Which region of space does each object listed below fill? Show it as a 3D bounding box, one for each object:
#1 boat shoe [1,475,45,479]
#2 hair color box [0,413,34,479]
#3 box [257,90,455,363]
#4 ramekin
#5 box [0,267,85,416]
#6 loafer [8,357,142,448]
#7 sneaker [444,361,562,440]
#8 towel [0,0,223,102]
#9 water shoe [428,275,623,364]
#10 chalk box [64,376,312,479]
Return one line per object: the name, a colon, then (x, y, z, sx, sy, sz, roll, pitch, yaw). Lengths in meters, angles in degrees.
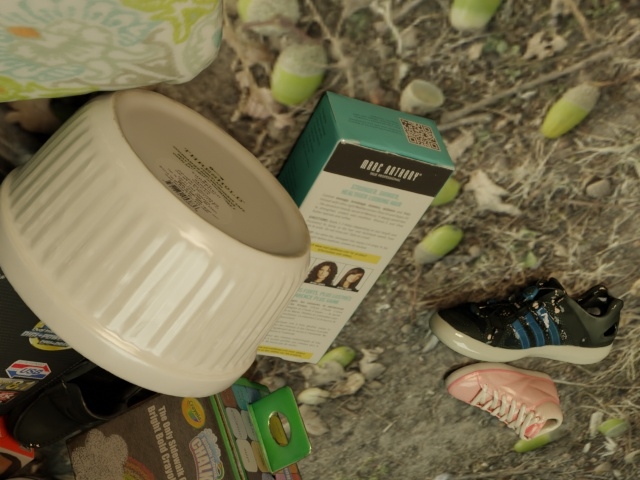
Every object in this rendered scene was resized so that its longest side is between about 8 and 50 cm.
boat shoe: (-0.304, 0.300, 0.960, 0.108, 0.102, 0.301, 21, 136, -3)
hair color box: (-0.345, 0.182, 0.869, 0.072, 0.043, 0.141, -37, 133, 22)
box: (0.000, 0.000, 0.760, 0.100, 0.060, 0.244, 12, 131, -26)
ramekin: (-0.102, -0.008, 0.627, 0.207, 0.207, 0.109, 29, 113, -37)
box: (-0.277, 0.057, 0.677, 0.216, 0.060, 0.270, -33, 156, 18)
loafer: (-0.204, 0.126, 0.823, 0.076, 0.078, 0.223, 28, 123, -38)
sneaker: (0.199, 0.172, 0.988, 0.134, 0.070, 0.051, 10, 134, -23)
towel: (-0.232, -0.153, 0.432, 0.374, 0.090, 0.320, -7, 168, -8)
water shoe: (0.196, 0.068, 0.893, 0.203, 0.073, 0.080, 5, 112, -26)
chalk box: (-0.103, 0.209, 0.875, 0.213, 0.132, 0.132, -27, 157, 14)
